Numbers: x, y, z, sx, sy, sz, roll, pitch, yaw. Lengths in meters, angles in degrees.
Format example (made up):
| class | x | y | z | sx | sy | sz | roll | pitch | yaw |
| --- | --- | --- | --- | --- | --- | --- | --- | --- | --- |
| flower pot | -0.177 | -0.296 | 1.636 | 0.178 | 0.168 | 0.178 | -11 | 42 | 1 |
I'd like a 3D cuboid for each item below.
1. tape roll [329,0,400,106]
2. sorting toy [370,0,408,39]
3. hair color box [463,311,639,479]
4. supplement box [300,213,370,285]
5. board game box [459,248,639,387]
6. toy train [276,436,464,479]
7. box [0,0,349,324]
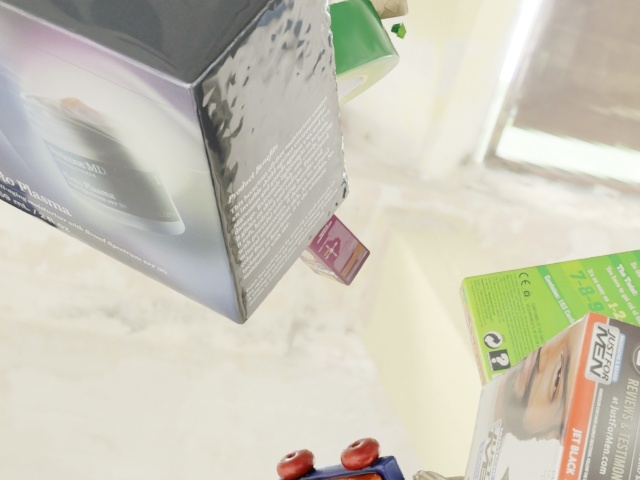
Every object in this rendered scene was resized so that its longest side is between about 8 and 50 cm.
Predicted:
| class | x | y | z | sx | sy | sz | roll | pitch | yaw |
| --- | --- | --- | --- | --- | --- | --- | --- | --- | --- |
| tape roll | -0.067 | -0.162 | 1.548 | 0.077 | 0.321 | 0.321 | 63 | -151 | 1 |
| sorting toy | 0.077 | -0.271 | 1.577 | 0.012 | 0.083 | 0.062 | -17 | -168 | -42 |
| hair color box | 0.116 | 0.103 | 0.670 | 0.053 | 0.093 | 0.167 | 17 | 159 | -6 |
| supplement box | 0.000 | 0.000 | 1.321 | 0.055 | 0.043 | 0.083 | 19 | 161 | 46 |
| board game box | 0.249 | 0.070 | 1.082 | 0.259 | 0.039 | 0.124 | -10 | -111 | -4 |
| toy train | 0.033 | 0.265 | 1.310 | 0.248 | 0.105 | 0.143 | -17 | -167 | 39 |
| box | -0.151 | -0.130 | 1.103 | 0.296 | 0.294 | 0.182 | 25 | -122 | 23 |
